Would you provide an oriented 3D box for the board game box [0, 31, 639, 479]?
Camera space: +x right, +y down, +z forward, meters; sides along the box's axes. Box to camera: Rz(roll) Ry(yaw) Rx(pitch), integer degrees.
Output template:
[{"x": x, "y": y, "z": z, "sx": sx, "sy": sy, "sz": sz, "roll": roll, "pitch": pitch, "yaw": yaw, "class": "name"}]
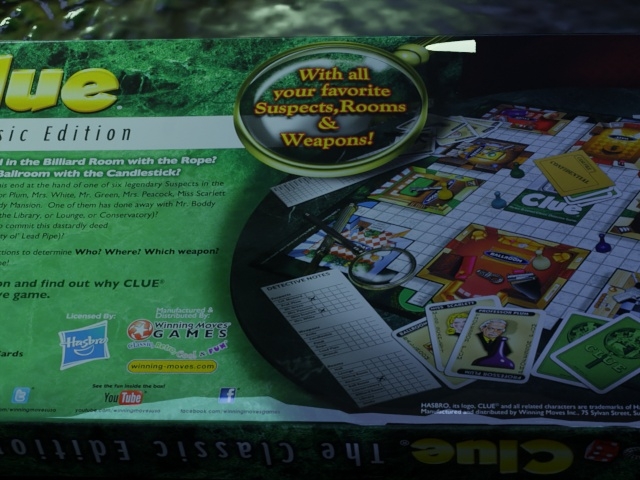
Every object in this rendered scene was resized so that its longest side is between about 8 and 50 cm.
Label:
[{"x": 0.000, "y": 0.000, "z": 0.435, "sx": 0.259, "sy": 0.030, "sz": 0.136, "roll": 0, "pitch": 52, "yaw": 7, "class": "board game box"}]
